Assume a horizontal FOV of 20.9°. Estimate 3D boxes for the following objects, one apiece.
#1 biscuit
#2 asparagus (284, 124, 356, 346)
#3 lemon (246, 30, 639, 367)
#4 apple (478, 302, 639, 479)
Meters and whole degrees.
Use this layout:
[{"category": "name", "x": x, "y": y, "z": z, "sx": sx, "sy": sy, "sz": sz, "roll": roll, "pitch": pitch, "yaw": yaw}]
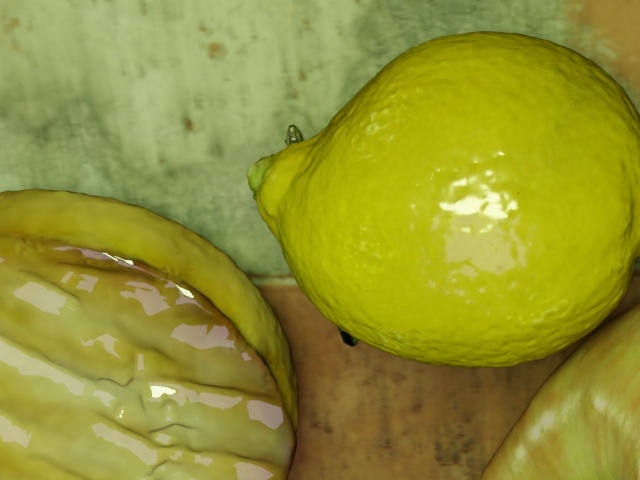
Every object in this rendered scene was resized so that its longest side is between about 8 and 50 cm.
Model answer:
[{"category": "biscuit", "x": -0.155, "y": 0.094, "z": 1.113, "sx": 0.296, "sy": 0.102, "sz": 0.296, "roll": 5, "pitch": 126, "yaw": 7}, {"category": "asparagus", "x": 0.000, "y": 0.000, "z": 1.081, "sx": 0.013, "sy": 0.016, "sz": 0.166, "roll": 22, "pitch": 138, "yaw": 45}, {"category": "lemon", "x": 0.082, "y": -0.021, "z": 0.954, "sx": 0.244, "sy": 0.187, "sz": 0.186, "roll": -3, "pitch": 123, "yaw": 12}, {"category": "apple", "x": 0.279, "y": 0.204, "z": 0.970, "sx": 0.347, "sy": 0.391, "sz": 0.391, "roll": 10, "pitch": 126, "yaw": -21}]
